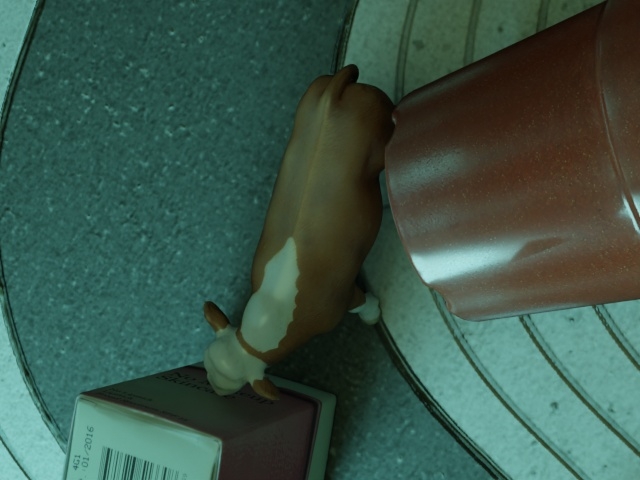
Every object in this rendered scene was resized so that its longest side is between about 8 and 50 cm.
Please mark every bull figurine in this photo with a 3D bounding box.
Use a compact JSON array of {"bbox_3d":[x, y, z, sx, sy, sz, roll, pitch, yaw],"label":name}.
[{"bbox_3d":[0.000,0.000,1.232,0.101,0.188,0.310,26,104,21],"label":"bull figurine"}]

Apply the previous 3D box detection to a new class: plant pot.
[{"bbox_3d":[0.212,-0.061,1.108,0.265,0.272,0.272,-16,87,33],"label":"plant pot"}]

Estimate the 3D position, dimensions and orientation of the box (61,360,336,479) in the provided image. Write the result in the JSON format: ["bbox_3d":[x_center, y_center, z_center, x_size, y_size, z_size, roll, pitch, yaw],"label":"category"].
[{"bbox_3d":[-0.104,0.195,1.268,0.148,0.232,0.127,13,99,23],"label":"box"}]
